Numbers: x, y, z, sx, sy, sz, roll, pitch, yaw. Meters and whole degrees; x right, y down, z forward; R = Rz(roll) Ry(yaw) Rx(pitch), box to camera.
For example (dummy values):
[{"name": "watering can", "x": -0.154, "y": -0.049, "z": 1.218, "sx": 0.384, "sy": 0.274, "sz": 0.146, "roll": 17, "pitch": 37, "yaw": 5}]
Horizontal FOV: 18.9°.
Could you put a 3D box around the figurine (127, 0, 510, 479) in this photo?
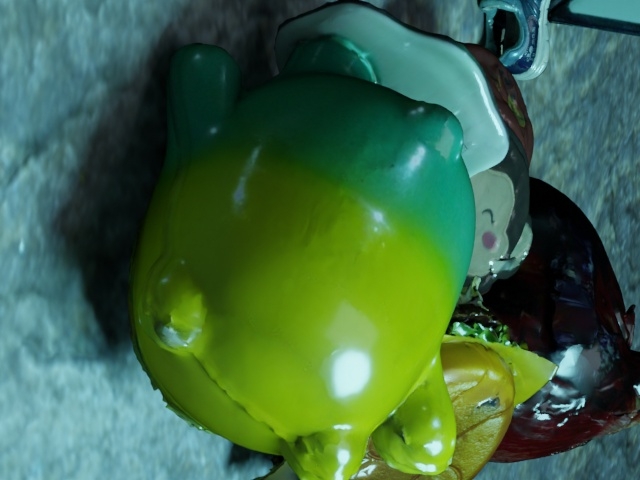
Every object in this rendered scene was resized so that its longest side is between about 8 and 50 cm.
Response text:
[{"name": "figurine", "x": 0.000, "y": 0.000, "z": 1.362, "sx": 0.323, "sy": 0.231, "sz": 0.340, "roll": 42, "pitch": 44, "yaw": -18}]

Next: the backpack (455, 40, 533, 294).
[{"name": "backpack", "x": 0.098, "y": -0.069, "z": 1.657, "sx": 0.229, "sy": 0.139, "sz": 0.229, "roll": -7, "pitch": 100, "yaw": -46}]

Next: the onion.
[{"name": "onion", "x": 0.181, "y": 0.072, "z": 1.803, "sx": 0.281, "sy": 0.281, "sz": 0.221, "roll": -66, "pitch": -175, "yaw": -22}]

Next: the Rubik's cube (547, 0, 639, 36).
[{"name": "Rubik's cube", "x": 0.393, "y": -0.329, "z": 2.002, "sx": 0.248, "sy": 0.246, "sz": 0.250, "roll": -14, "pitch": 114, "yaw": -62}]

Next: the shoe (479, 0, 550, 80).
[{"name": "shoe", "x": 0.184, "y": -0.225, "z": 1.847, "sx": 0.071, "sy": 0.064, "sz": 0.143, "roll": -6, "pitch": 103, "yaw": -44}]

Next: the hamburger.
[{"name": "hamburger", "x": 0.053, "y": 0.130, "z": 1.595, "sx": 0.243, "sy": 0.138, "sz": 0.261, "roll": 19, "pitch": 118, "yaw": -47}]
